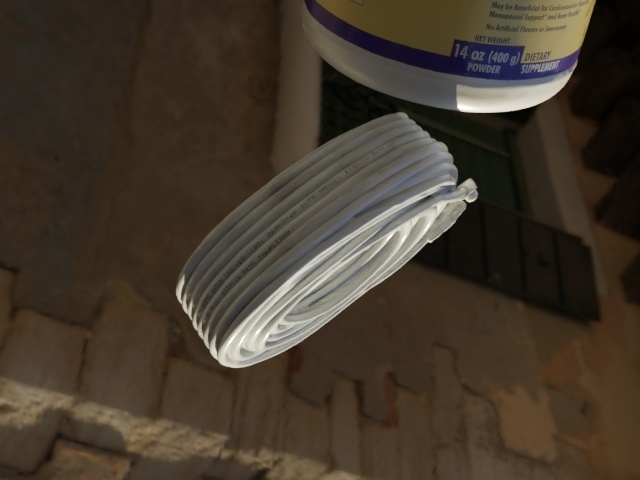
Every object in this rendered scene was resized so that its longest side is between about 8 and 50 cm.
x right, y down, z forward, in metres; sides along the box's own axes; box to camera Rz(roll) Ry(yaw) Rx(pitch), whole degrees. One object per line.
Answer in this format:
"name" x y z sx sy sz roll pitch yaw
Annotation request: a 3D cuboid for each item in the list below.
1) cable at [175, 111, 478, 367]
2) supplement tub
"cable" 0.000 0.000 0.852 0.257 0.089 0.257 -40 168 9
"supplement tub" 0.123 -0.295 0.807 0.241 0.241 0.331 -97 -165 -57
